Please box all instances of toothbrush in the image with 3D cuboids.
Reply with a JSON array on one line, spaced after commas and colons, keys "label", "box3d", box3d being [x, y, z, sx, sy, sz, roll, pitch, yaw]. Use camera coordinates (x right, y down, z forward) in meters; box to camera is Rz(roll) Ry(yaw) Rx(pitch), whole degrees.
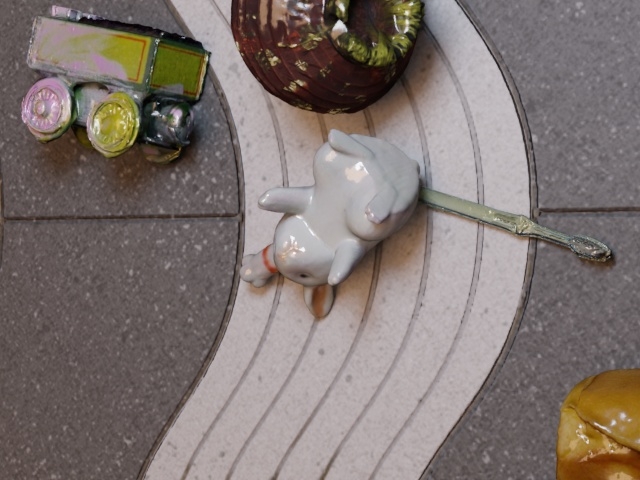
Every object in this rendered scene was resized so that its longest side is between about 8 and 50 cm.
[{"label": "toothbrush", "box3d": [0.205, -0.025, 1.892, 0.294, 0.028, 0.026, 20, 98, 34]}]

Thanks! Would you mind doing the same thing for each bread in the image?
[{"label": "bread", "box3d": [0.415, 0.215, 1.667, 0.344, 0.195, 0.149, 9, 99, 27]}]

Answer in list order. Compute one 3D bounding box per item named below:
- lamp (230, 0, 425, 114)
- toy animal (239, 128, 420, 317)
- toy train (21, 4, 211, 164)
[{"label": "lamp", "box3d": [0.011, -0.262, 1.892, 0.247, 0.247, 0.247, -1, 88, 30]}, {"label": "toy animal", "box3d": [-0.003, -0.003, 1.937, 0.282, 0.138, 0.140, -44, 74, 27]}, {"label": "toy train", "box3d": [-0.269, -0.198, 2.107, 0.261, 0.134, 0.177, 15, 95, 29]}]
